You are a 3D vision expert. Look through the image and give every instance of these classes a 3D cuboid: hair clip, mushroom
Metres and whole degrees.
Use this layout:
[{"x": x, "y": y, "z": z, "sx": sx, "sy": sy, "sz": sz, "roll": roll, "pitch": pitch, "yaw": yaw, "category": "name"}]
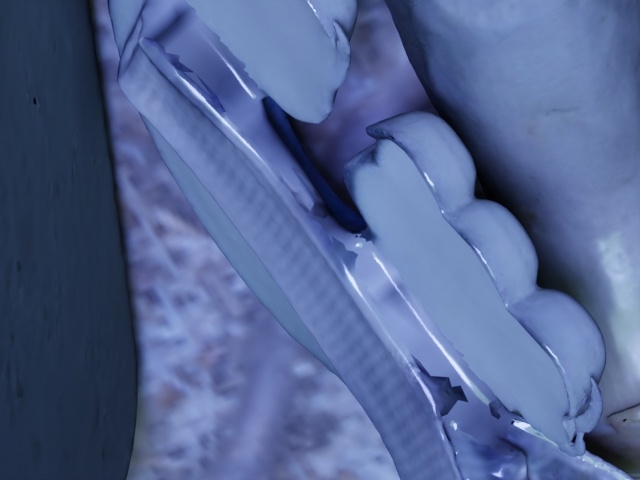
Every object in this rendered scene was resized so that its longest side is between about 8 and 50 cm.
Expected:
[{"x": 0.000, "y": 0.000, "z": 0.506, "sx": 0.054, "sy": 0.140, "sz": 0.220, "roll": -34, "pitch": 84, "yaw": -19, "category": "hair clip"}, {"x": 0.066, "y": -0.031, "z": 0.507, "sx": 0.081, "sy": 0.092, "sz": 0.223, "roll": -25, "pitch": 123, "yaw": -10, "category": "mushroom"}]

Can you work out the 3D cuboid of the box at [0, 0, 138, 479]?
[{"x": -0.241, "y": -0.058, "z": 0.493, "sx": 0.343, "sy": 0.177, "sz": 0.352, "roll": 1, "pitch": 119, "yaw": 11, "category": "box"}]
